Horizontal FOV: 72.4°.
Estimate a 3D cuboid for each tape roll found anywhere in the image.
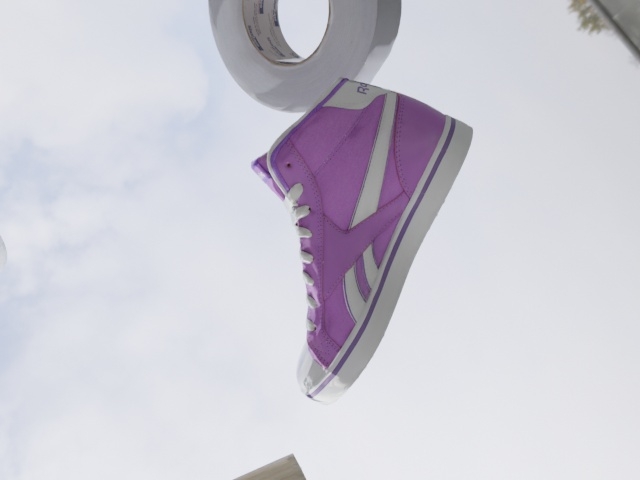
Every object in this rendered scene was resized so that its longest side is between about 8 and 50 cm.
[{"bbox_3d":[-0.022,-0.263,0.500,0.219,0.219,0.072,49,-142,1],"label":"tape roll"}]

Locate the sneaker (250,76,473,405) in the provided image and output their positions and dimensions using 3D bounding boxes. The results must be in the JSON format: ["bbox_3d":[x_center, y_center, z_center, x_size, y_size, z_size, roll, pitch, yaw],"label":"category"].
[{"bbox_3d":[0.000,0.000,0.394,0.161,0.282,0.102,21,-173,-6],"label":"sneaker"}]

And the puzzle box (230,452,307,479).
[{"bbox_3d":[-0.148,0.482,0.583,0.272,0.409,0.052,-14,-147,-25],"label":"puzzle box"}]

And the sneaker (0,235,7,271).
[{"bbox_3d":[-0.383,0.017,0.371,0.108,0.292,0.169,27,-124,-9],"label":"sneaker"}]
